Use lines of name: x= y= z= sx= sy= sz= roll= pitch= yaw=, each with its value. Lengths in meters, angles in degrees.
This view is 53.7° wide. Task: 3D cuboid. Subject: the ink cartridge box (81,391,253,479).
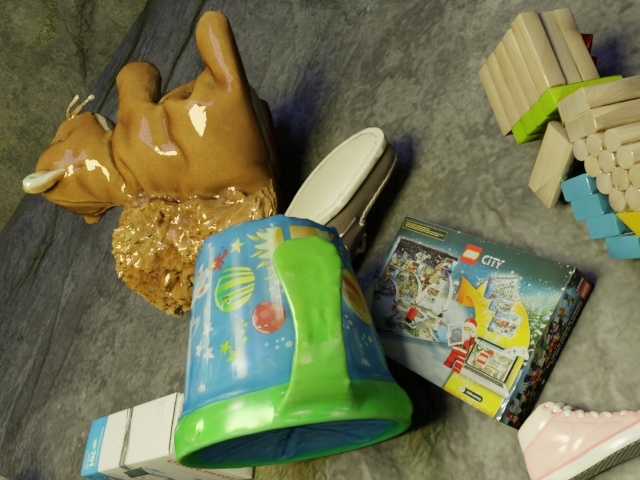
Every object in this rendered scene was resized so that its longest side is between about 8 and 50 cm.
ink cartridge box: x=-0.198 y=0.273 z=0.833 sx=0.191 sy=0.140 sz=0.082 roll=-24 pitch=48 yaw=36

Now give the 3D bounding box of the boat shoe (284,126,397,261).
boat shoe: x=0.000 y=0.000 z=0.843 sx=0.324 sy=0.097 sz=0.116 roll=-53 pitch=27 yaw=4

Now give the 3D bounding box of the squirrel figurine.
squirrel figurine: x=-0.252 y=-0.084 z=0.978 sx=0.371 sy=0.281 sz=0.396 roll=-15 pitch=77 yaw=5

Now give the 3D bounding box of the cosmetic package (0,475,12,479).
cosmetic package: x=-0.514 y=0.463 z=0.930 sx=0.138 sy=0.225 sz=0.224 roll=-58 pitch=16 yaw=2

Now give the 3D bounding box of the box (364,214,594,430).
box: x=0.145 y=0.074 z=0.675 sx=0.233 sy=0.044 sz=0.159 roll=23 pitch=83 yaw=52

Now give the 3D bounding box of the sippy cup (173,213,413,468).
sippy cup: x=-0.040 y=0.104 z=0.667 sx=0.306 sy=0.240 sz=0.223 roll=-29 pitch=59 yaw=35

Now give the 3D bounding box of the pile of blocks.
pile of blocks: x=0.291 y=-0.085 z=0.601 sx=0.113 sy=0.148 sz=0.362 roll=-14 pitch=51 yaw=-13

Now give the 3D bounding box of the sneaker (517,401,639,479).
sneaker: x=0.224 y=0.154 z=0.528 sx=0.134 sy=0.051 sz=0.070 roll=-41 pitch=46 yaw=26
